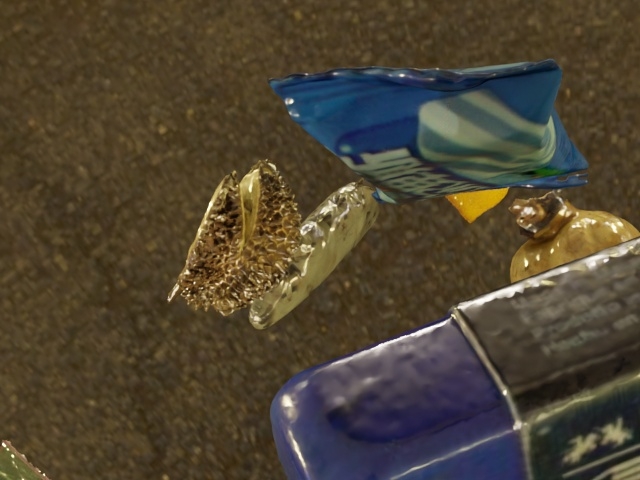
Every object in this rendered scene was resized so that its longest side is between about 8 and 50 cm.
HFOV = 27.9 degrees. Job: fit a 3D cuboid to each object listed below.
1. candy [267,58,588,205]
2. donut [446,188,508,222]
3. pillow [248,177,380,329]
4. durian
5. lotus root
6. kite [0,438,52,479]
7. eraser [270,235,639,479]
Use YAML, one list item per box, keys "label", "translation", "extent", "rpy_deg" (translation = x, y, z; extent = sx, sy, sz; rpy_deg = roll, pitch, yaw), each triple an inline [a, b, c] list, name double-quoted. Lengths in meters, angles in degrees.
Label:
- label: "candy"
  translation: [0.094, -0.073, 0.930]
  extent: [0.187, 0.331, 0.077]
  rpy_deg: [-4, 81, 13]
- label: "donut"
  translation: [0.130, -0.094, 1.247]
  extent: [0.058, 0.152, 0.152]
  rpy_deg: [-29, 55, 16]
- label: "pillow"
  translation: [0.001, -0.001, 1.361]
  extent: [0.051, 0.093, 0.241]
  rpy_deg: [31, 48, 18]
- label: "durian"
  translation: [-0.059, 0.012, 0.945]
  extent: [0.071, 0.110, 0.140]
  rpy_deg: [44, 113, 14]
- label: "lotus root"
  translation: [0.288, 0.064, 1.368]
  extent: [0.154, 0.140, 0.257]
  rpy_deg: [-26, 84, 44]
- label: "kite"
  translation: [-0.108, 0.159, 0.351]
  extent: [0.250, 0.229, 0.012]
  rpy_deg: [8, 13, -23]
- label: "eraser"
  translation: [0.146, 0.086, 0.682]
  extent: [0.332, 0.155, 0.101]
  rpy_deg: [-21, 39, -9]
